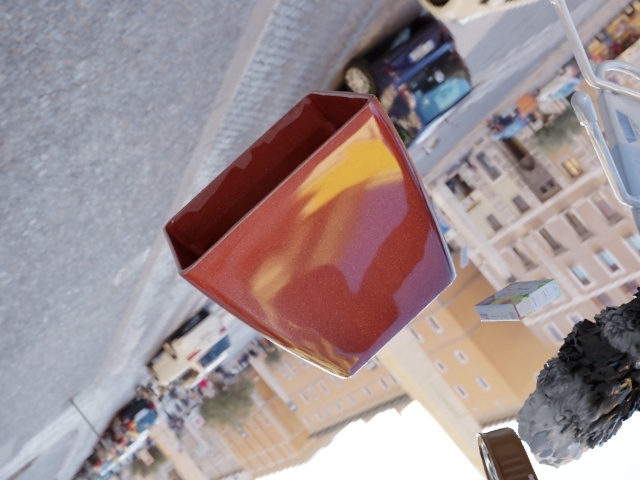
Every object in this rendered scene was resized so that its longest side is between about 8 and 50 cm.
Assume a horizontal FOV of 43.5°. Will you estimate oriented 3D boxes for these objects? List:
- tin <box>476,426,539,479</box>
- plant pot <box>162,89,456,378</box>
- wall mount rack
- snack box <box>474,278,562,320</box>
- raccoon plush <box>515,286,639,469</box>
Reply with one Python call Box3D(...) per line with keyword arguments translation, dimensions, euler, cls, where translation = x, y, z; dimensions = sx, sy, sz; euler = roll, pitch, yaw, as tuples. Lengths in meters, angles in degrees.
Box3D(translation=(0.183, 0.253, 0.700), dimensions=(0.040, 0.189, 0.106), euler=(-14, 140, -2), cls="tin")
Box3D(translation=(0.000, 0.000, 0.950), dimensions=(0.267, 0.236, 0.267), euler=(-43, -161, -3), cls="plant pot")
Box3D(translation=(0.361, -0.140, 0.882), dimensions=(0.130, 0.304, 0.350), euler=(120, -21, -46), cls="wall mount rack")
Box3D(translation=(0.360, 0.110, 1.468), dimensions=(0.100, 0.037, 0.141), euler=(-27, -177, -19), cls="snack box")
Box3D(translation=(0.368, 0.077, 0.626), dimensions=(0.446, 0.216, 0.299), euler=(-54, 174, 8), cls="raccoon plush")
